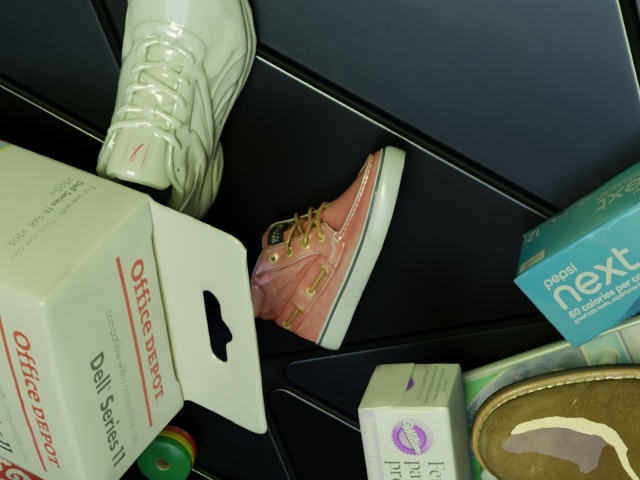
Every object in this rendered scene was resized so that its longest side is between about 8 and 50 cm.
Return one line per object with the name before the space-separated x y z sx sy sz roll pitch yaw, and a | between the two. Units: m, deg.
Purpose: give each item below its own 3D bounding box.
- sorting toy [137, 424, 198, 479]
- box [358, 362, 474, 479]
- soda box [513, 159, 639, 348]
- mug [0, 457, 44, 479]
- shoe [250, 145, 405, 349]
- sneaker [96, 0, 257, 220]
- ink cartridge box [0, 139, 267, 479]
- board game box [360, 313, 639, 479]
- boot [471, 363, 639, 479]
sorting toy | -0.100 0.279 1.116 0.132 0.046 0.275 14 121 6
box | 0.083 0.244 0.925 0.063 0.067 0.324 -2 114 15
soda box | 0.235 -0.016 0.849 0.210 0.067 0.071 -35 105 29
mug | -0.271 0.170 1.065 0.169 0.113 0.150 -10 114 23
shoe | 0.000 0.000 0.921 0.081 0.063 0.178 19 126 -2
sneaker | -0.104 -0.087 0.869 0.090 0.115 0.232 12 121 8
ink cartridge box | -0.219 0.047 0.895 0.353 0.119 0.207 20 136 25
board game box | 0.277 0.238 0.940 0.390 0.050 0.390 -21 107 20
boot | 0.245 0.161 0.822 0.305 0.115 0.112 10 117 10
